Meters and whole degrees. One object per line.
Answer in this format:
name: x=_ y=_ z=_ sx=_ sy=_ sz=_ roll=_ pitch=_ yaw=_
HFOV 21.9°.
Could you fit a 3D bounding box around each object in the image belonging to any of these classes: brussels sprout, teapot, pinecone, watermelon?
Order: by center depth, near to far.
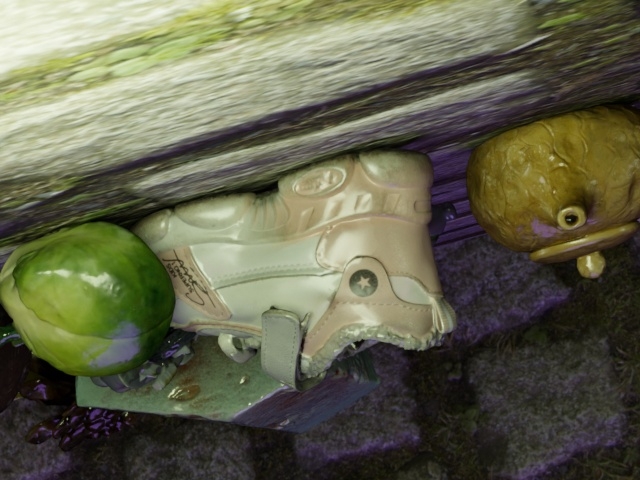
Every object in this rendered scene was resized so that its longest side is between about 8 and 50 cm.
brussels sprout: x=-0.205 y=0.052 z=1.479 sx=0.155 sy=0.155 sz=0.117 roll=-18 pitch=-157 yaw=32
teapot: x=0.262 y=-0.041 z=1.720 sx=0.203 sy=0.167 sz=0.311 roll=-16 pitch=176 yaw=12
watermelon: x=-0.083 y=0.129 z=1.961 sx=0.387 sy=0.228 sz=0.258 roll=4 pitch=-177 yaw=-23
pinecone: x=-0.319 y=0.171 z=2.259 sx=0.202 sy=0.201 sz=0.229 roll=-22 pitch=176 yaw=31

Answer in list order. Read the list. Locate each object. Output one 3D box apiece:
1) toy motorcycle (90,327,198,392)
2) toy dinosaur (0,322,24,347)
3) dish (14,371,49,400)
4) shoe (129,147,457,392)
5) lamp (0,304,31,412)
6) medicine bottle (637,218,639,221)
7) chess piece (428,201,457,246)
toy motorcycle: x=-0.184 y=0.109 z=1.749 sx=0.152 sy=0.073 sz=0.225 roll=-37 pitch=-171 yaw=5
toy dinosaur: x=-0.195 y=0.041 z=1.731 sx=0.300 sy=0.087 sz=0.447 roll=-14 pitch=-177 yaw=-5
dish: x=-0.537 y=0.203 z=2.541 sx=0.262 sy=0.108 sz=0.221 roll=-12 pitch=175 yaw=-20
shoe: x=-0.043 y=0.046 z=1.545 sx=0.351 sy=0.198 sz=0.172 roll=-18 pitch=174 yaw=28
lamp: x=-0.405 y=0.130 z=1.880 sx=0.135 sy=0.156 sz=0.157 roll=22 pitch=151 yaw=20
medicine bottle: x=0.401 y=-0.082 z=2.033 sx=0.078 sy=0.115 sz=0.219 roll=-14 pitch=177 yaw=-34
chess piece: x=0.063 y=0.018 z=2.258 sx=0.271 sy=0.139 sz=0.139 roll=-26 pitch=175 yaw=8
